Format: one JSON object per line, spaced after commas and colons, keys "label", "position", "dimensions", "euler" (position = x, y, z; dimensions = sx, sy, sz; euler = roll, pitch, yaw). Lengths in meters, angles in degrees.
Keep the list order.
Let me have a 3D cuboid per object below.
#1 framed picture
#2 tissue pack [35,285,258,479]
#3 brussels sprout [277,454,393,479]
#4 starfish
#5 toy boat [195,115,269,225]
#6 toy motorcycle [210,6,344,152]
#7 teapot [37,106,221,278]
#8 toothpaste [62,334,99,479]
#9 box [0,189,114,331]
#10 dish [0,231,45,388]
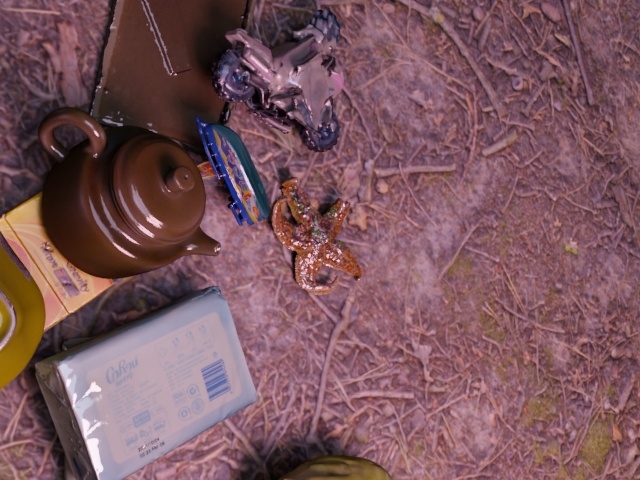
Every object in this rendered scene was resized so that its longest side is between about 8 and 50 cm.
{"label": "framed picture", "position": [-0.197, -0.270, 1.302], "dimensions": [0.209, 0.019, 0.281], "euler": [17, 80, -31]}
{"label": "tissue pack", "position": [-0.220, 0.186, 1.219], "dimensions": [0.263, 0.089, 0.177], "euler": [-25, 102, -41]}
{"label": "brussels sprout", "position": [0.018, 0.416, 1.324], "dimensions": [0.244, 0.244, 0.244], "euler": [1, 89, -33]}
{"label": "starfish", "position": [-0.005, -0.002, 1.415], "dimensions": [0.210, 0.053, 0.150], "euler": [39, 82, -31]}
{"label": "toy boat", "position": [-0.147, -0.092, 1.293], "dimensions": [0.110, 0.091, 0.175], "euler": [-18, 121, 7]}
{"label": "toy motorcycle", "position": [-0.041, -0.258, 1.356], "dimensions": [0.239, 0.108, 0.204], "euler": [31, 75, -56]}
{"label": "teapot", "position": [-0.231, -0.064, 1.158], "dimensions": [0.267, 0.175, 0.185], "euler": [46, 45, -28]}
{"label": "toothpaste", "position": [-0.308, 0.240, 1.210], "dimensions": [0.060, 0.038, 0.233], "euler": [4, 85, -44]}
{"label": "box", "position": [-0.405, 0.067, 1.145], "dimensions": [0.269, 0.043, 0.152], "euler": [-37, 108, -28]}
{"label": "dish", "position": [-0.421, 0.065, 1.049], "dimensions": [0.221, 0.108, 0.262], "euler": [-29, 102, -30]}
